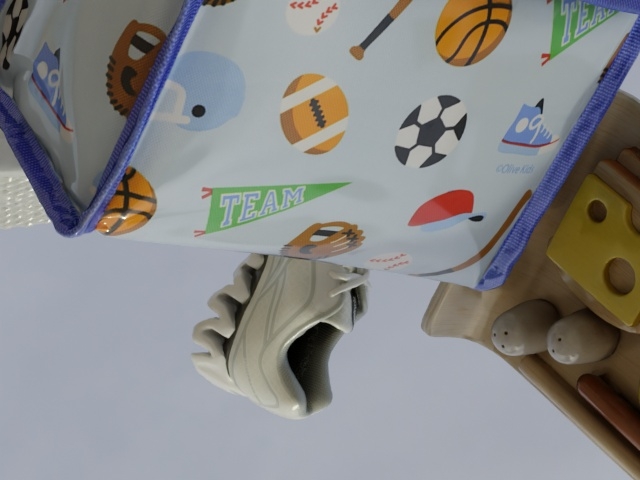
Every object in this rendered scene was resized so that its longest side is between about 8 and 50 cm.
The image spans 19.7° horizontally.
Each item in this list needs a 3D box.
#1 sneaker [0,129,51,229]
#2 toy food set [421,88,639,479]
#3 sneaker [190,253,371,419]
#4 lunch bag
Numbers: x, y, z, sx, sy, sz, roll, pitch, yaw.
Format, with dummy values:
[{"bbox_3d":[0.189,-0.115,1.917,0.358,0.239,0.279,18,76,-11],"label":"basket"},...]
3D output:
[{"bbox_3d":[-0.289,-0.094,1.240,0.135,0.366,0.150,-31,-118,56],"label":"sneaker"},{"bbox_3d":[0.209,0.068,1.154,0.306,0.092,0.220,44,-55,29],"label":"toy food set"},{"bbox_3d":[0.000,0.000,1.411,0.118,0.110,0.292,33,-67,43],"label":"sneaker"},{"bbox_3d":[0.032,-0.179,1.027,0.239,0.328,0.385,50,-60,42],"label":"lunch bag"}]
